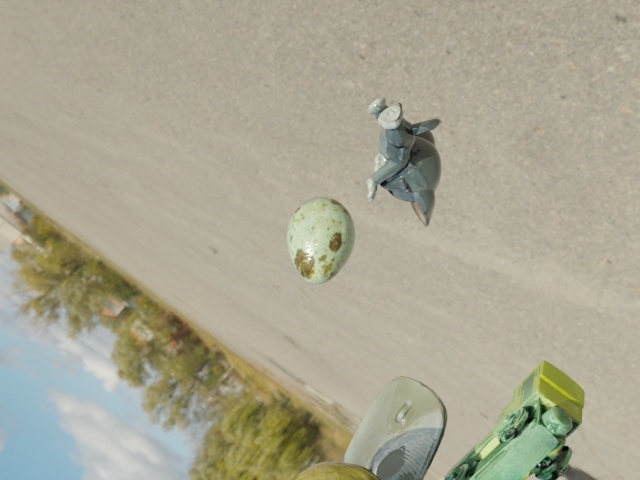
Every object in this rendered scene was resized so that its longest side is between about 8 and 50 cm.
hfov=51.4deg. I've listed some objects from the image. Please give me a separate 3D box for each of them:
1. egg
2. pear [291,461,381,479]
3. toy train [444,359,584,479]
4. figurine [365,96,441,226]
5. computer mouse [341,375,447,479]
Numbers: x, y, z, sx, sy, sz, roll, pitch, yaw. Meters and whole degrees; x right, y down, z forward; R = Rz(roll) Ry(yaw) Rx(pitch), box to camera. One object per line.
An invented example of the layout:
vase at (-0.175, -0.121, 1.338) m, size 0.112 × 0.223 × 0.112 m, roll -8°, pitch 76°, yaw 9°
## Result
egg at (0.000, 0.000, 1.623) m, size 0.169 × 0.231 × 0.169 m, roll 5°, pitch 147°, yaw 4°
pear at (0.024, 0.504, 1.194) m, size 0.211 × 0.188 × 0.228 m, roll -20°, pitch 129°, yaw 32°
toy train at (0.397, 0.450, 1.411) m, size 0.150 × 0.368 × 0.237 m, roll 38°, pitch -151°, yaw 6°
figurine at (0.152, -0.170, 1.188) m, size 0.140 × 0.192 × 0.265 m, roll 0°, pitch 151°, yaw 1°
computer mouse at (0.156, 0.470, 1.499) m, size 0.197 × 0.330 × 0.095 m, roll 28°, pitch -176°, yaw 38°
